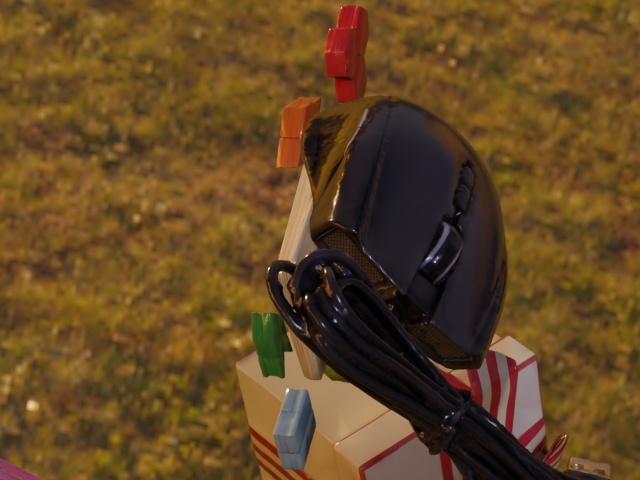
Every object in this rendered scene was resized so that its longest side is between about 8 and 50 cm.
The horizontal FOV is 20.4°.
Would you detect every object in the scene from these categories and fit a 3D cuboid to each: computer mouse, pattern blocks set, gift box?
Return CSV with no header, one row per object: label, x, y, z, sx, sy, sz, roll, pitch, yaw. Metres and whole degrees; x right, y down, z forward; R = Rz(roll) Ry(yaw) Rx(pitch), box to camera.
computer mouse,0.068,0.024,0.735,0.184,0.060,0.262,45,16,-12
pattern blocks set,0.000,0.000,1.383,0.026,0.285,0.325,3,38,15
gift box,0.076,0.201,1.794,0.255,0.276,0.258,-34,43,-21

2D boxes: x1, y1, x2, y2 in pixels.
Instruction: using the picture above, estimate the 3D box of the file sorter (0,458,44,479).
file sorter,-0.227,0.290,1.318,0.182,0.202,0.291,31,-5,-24
